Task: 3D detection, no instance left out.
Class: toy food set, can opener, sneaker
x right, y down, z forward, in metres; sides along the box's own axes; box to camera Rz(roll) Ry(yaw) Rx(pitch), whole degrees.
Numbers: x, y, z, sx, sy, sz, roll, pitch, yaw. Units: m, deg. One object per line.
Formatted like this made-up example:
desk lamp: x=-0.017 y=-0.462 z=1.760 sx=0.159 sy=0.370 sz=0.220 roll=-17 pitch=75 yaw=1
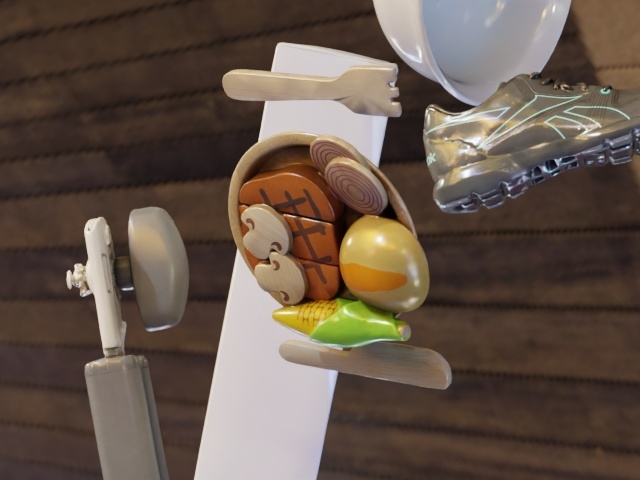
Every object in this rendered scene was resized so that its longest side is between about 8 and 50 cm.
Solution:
toy food set: x=0.000 y=0.000 z=0.913 sx=0.132 sy=0.038 sz=0.192 roll=5 pitch=119 yaw=34
can opener: x=-0.147 y=0.112 z=1.344 sx=0.074 sy=0.093 sz=0.280 roll=27 pitch=-123 yaw=-82
sneaker: x=0.220 y=-0.112 z=1.525 sx=0.101 sy=0.267 sz=0.106 roll=49 pitch=-156 yaw=-74

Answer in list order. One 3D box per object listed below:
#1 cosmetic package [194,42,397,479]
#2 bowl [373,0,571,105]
cosmetic package: x=-0.020 y=0.038 z=1.305 sx=0.284 sy=0.097 sz=0.377 roll=-97 pitch=18 yaw=-84
bowl: x=0.139 y=-0.296 z=1.760 sx=0.134 sy=0.298 sz=0.298 roll=13 pitch=132 yaw=37
